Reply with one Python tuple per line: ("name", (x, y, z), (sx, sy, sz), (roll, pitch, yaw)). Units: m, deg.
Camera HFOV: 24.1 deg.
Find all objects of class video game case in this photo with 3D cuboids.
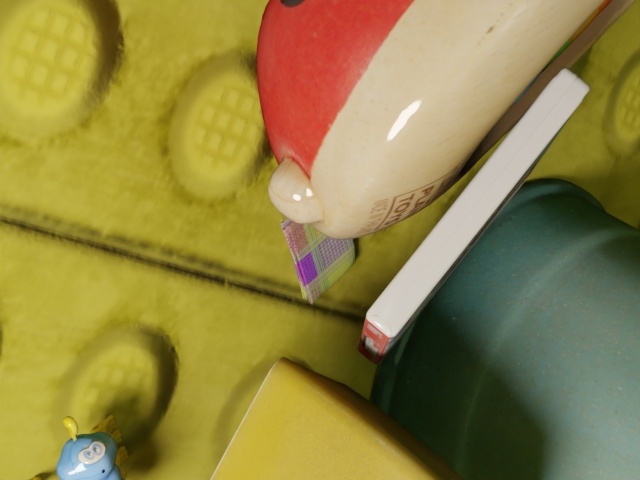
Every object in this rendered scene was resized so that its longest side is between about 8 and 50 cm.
("video game case", (0.099, -0.005, 1.060), (0.204, 0.025, 0.285), (-51, 174, -6))

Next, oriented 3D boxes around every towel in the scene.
("towel", (0.000, 0.000, 1.105), (0.060, 0.009, 0.083), (-42, 136, -26))

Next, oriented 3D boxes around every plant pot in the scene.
("plant pot", (0.025, 0.228, 1.064), (0.212, 0.187, 0.212), (-62, 163, -4))
("plant pot", (0.275, 0.159, 1.240), (0.341, 0.334, 0.341), (-24, 125, -39))

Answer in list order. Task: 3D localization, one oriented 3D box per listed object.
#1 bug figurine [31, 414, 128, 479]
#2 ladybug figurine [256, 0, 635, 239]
("bug figurine", (-0.200, 0.251, 0.969), (0.279, 0.072, 0.216), (-41, 135, -26))
("ladybug figurine", (0.112, -0.183, 0.965), (0.449, 0.162, 0.305), (-45, 174, -24))
